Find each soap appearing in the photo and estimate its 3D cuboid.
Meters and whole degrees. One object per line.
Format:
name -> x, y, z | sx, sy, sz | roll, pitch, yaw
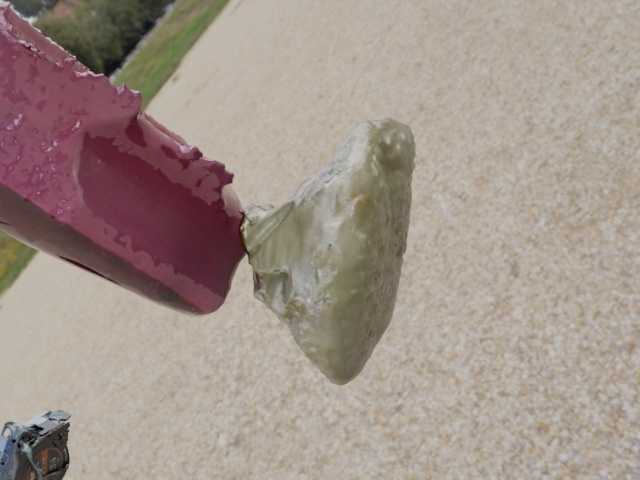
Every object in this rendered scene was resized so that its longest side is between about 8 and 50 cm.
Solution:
soap -> -0.189, -0.064, 0.588 | 0.220, 0.325, 0.127 | 33, 87, 37

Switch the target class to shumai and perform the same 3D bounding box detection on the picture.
shumai -> 0.000, 0.000, 0.580 | 0.201, 0.120, 0.201 | 12, -90, -72

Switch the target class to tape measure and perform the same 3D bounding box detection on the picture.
tape measure -> -0.323, 0.244, 0.862 | 0.054, 0.091, 0.094 | 15, 99, 29
